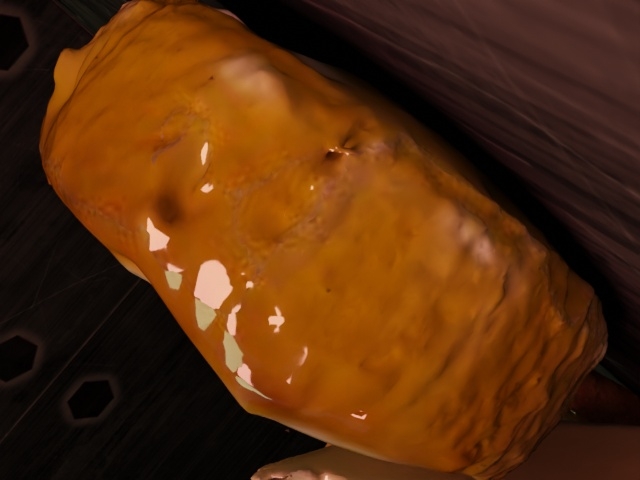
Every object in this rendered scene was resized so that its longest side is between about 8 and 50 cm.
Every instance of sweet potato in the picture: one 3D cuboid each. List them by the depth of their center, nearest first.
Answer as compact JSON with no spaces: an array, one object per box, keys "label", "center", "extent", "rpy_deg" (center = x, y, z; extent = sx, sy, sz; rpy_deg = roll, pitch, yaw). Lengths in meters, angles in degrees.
[{"label":"sweet potato","center":[0.177,0.117,0.612],"extent":[0.226,0.068,0.068],"rpy_deg":[55,175,-14]}]

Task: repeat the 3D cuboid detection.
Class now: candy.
[{"label":"candy","center":[0.000,0.000,0.447],"extent":[0.260,0.118,0.260],"rpy_deg":[38,-179,-1]}]

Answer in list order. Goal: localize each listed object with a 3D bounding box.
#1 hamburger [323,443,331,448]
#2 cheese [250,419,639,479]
[{"label":"hamburger","center":[0.112,0.216,0.789],"extent":[0.259,0.283,0.144],"rpy_deg":[47,173,27]},{"label":"cheese","center":[0.096,0.158,0.463],"extent":[0.233,0.127,0.266],"rpy_deg":[-2,-178,-25]}]
